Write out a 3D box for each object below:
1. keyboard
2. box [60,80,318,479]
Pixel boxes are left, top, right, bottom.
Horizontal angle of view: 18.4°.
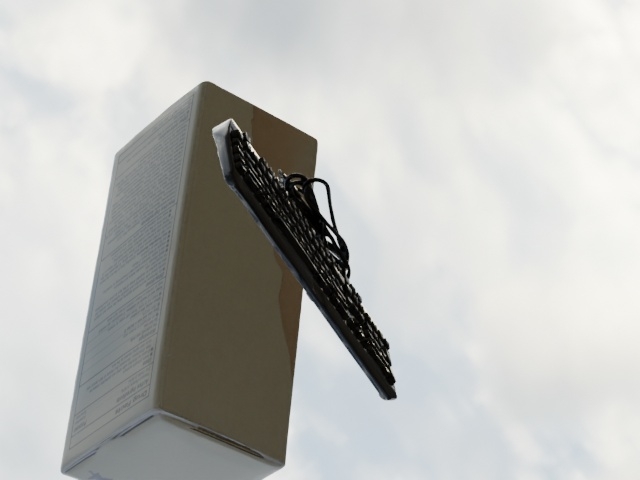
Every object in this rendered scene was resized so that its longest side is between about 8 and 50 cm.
[{"bbox_3d":[0.000,0.000,1.136,0.192,0.038,0.100,56,-172,-34],"label":"keyboard"},{"bbox_3d":[-0.100,0.047,1.569,0.121,0.148,0.311,27,-128,-28],"label":"box"}]
